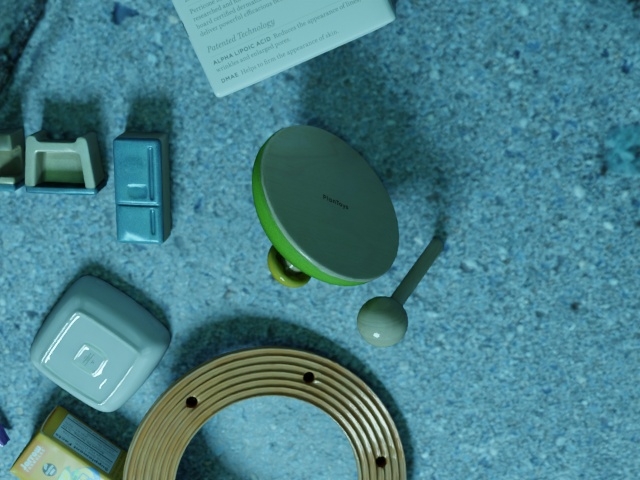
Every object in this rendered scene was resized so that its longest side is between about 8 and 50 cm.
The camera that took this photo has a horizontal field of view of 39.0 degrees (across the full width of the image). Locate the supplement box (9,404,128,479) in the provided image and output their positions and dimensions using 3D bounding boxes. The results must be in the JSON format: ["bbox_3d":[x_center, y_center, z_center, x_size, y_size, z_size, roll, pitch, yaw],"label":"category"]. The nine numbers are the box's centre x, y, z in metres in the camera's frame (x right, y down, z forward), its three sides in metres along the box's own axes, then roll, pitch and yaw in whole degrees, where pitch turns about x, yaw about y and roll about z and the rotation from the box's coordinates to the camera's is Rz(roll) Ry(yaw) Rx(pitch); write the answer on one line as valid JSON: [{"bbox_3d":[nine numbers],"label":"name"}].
[{"bbox_3d":[-0.258,0.307,1.108,0.233,0.080,0.078,37,105,-5],"label":"supplement box"}]

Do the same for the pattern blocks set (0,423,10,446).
[{"bbox_3d":[-0.532,0.310,1.157,0.325,0.026,0.285,-41,100,15],"label":"pattern blocks set"}]

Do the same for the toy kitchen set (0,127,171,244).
[{"bbox_3d":[-0.279,-0.043,0.953,0.207,0.166,0.122,2,107,4],"label":"toy kitchen set"}]

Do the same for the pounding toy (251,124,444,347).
[{"bbox_3d":[0.000,0.000,0.963,0.237,0.183,0.110,44,131,-13],"label":"pounding toy"}]

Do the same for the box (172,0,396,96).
[{"bbox_3d":[-0.030,-0.236,0.864,0.181,0.181,0.119,-21,104,11],"label":"box"}]

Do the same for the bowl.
[{"bbox_3d":[-0.265,0.129,1.066,0.142,0.053,0.142,37,105,-8],"label":"bowl"}]

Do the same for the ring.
[{"bbox_3d":[-0.064,0.288,1.071,0.336,0.032,0.337,-1,97,-10],"label":"ring"}]
